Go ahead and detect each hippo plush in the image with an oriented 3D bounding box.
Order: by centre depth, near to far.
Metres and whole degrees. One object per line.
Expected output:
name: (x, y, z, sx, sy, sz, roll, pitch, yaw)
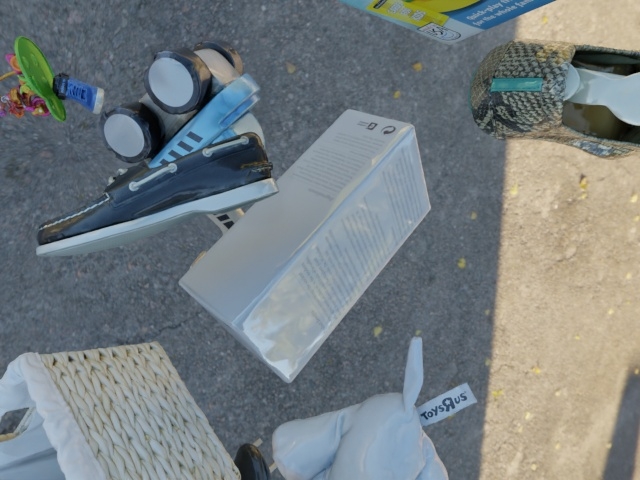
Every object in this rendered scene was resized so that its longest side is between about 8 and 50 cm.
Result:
hippo plush: (0.076, 0.324, 0.508, 0.294, 0.237, 0.234, -37, 111, 21)

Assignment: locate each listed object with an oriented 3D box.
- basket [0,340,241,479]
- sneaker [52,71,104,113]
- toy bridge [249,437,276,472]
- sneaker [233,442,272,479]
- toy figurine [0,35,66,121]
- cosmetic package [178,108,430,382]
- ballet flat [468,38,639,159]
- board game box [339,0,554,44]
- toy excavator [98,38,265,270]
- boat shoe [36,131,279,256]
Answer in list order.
basket: (-0.360, 0.388, 0.703, 0.328, 0.331, 0.266, -51, 154, 17)
sneaker: (-0.513, -0.311, 0.922, 0.084, 0.152, 0.058, 8, 111, -42)
toy bridge: (-0.152, 0.671, 1.278, 0.063, 0.026, 0.188, -30, 75, -39)
sneaker: (-0.177, 0.556, 0.865, 0.130, 0.109, 0.286, 22, 64, -35)
toy figurine: (-0.647, -0.310, 0.907, 0.159, 0.130, 0.173, -16, 120, -2)
cosmetic package: (0.000, 0.000, 0.805, 0.453, 0.161, 0.230, -48, 140, -19)
ballet flat: (0.429, -0.190, 0.609, 0.482, 0.182, 0.164, -6, 109, -28)
board game box: (0.054, -0.289, 0.381, 0.335, 0.254, 0.079, 11, 97, -18)
toy excavator: (-0.229, -0.117, 0.933, 0.433, 0.222, 0.445, -35, 106, 25)
boat shoe: (-0.208, -0.058, 0.560, 0.302, 0.114, 0.091, -18, 91, -14)
